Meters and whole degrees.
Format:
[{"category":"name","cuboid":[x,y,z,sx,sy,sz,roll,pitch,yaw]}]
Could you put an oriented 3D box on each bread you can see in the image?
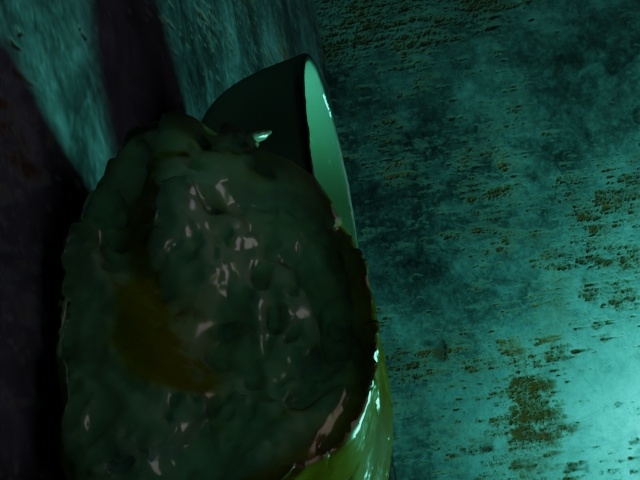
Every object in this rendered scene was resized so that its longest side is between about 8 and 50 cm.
[{"category":"bread","cuboid":[-0.056,0.125,1.081,0.394,0.250,0.361,71,12,-56]}]

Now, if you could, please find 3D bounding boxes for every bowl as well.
[{"category":"bowl","cuboid":[-0.069,-0.040,1.483,0.354,0.185,0.353,-10,90,-83]}]
